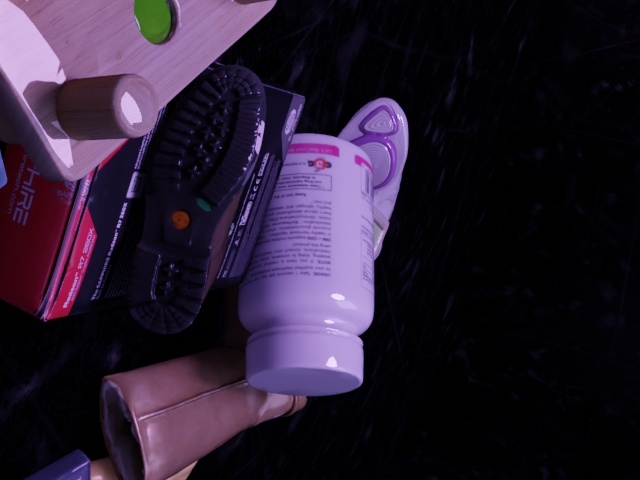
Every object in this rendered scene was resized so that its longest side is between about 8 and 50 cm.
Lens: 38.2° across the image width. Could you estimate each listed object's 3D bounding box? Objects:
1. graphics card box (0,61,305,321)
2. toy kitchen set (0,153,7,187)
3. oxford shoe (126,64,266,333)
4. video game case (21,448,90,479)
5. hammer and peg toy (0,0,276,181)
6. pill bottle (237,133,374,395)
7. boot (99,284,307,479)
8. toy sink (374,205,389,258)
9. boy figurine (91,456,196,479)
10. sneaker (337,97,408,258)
[{"bbox_3d":[-0.150,-0.063,0.877,0.371,0.094,0.233,-6,117,-69],"label":"graphics card box"},{"bbox_3d":[-0.265,0.051,0.633,0.166,0.122,0.207,-50,155,-43],"label":"toy kitchen set"},{"bbox_3d":[-0.105,-0.039,0.787,0.096,0.082,0.227,-70,-179,-85],"label":"oxford shoe"},{"bbox_3d":[-0.325,0.323,0.824,0.274,0.026,0.196,-27,138,-42],"label":"video game case"},{"bbox_3d":[-0.118,-0.243,0.598,0.361,0.127,0.266,-53,132,-39],"label":"hammer and peg toy"},{"bbox_3d":[-0.016,0.031,1.100,0.160,0.160,0.283,69,20,-65],"label":"pill bottle"},{"bbox_3d":[-0.144,0.142,1.108,0.269,0.089,0.236,-14,83,-47],"label":"boot"},{"bbox_3d":[0.000,0.000,1.318,0.153,0.131,0.234,-67,162,-5],"label":"toy sink"},{"bbox_3d":[-0.240,0.318,1.068,0.285,0.092,0.177,-56,132,-41],"label":"boy figurine"},{"bbox_3d":[0.075,-0.111,1.487,0.152,0.114,0.305,-68,173,-49],"label":"sneaker"}]
